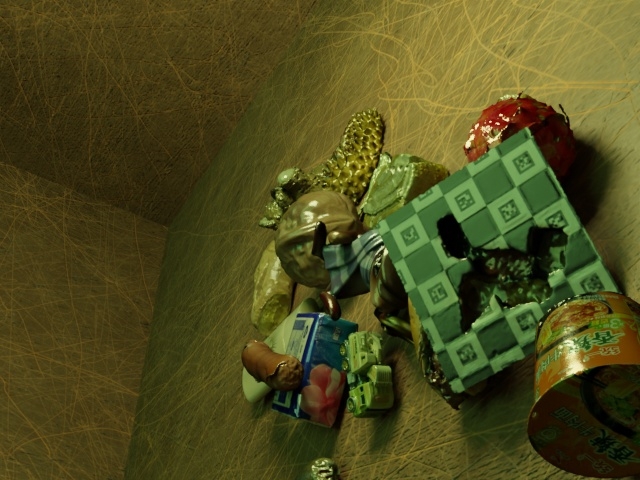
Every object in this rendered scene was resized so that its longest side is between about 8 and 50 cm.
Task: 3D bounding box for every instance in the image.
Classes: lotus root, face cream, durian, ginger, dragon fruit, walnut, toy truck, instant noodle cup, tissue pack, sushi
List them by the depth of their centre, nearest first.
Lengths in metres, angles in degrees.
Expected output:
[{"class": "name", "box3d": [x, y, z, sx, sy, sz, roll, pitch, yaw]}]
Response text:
[{"class": "instant noodle cup", "box3d": [0.402, 0.195, 1.199, 0.230, 0.230, 0.182, -52, 17, 34]}, {"class": "sushi", "box3d": [0.315, 0.038, 1.513, 0.343, 0.064, 0.359, -34, 66, 25]}, {"class": "dragon fruit", "box3d": [0.375, -0.179, 1.634, 0.205, 0.210, 0.268, -25, 32, -2]}, {"class": "toy truck", "box3d": [0.111, 0.289, 1.876, 0.116, 0.085, 0.191, -44, 47, 52]}, {"class": "lotus root", "box3d": [-0.019, 0.580, 1.953, 0.192, 0.088, 0.113, -51, 33, 36]}, {"class": "tissue pack", "box3d": [-0.011, 0.322, 2.127, 0.209, 0.137, 0.270, -14, 60, 67]}, {"class": "walnut", "box3d": [0.000, -0.003, 2.285, 0.273, 0.227, 0.273, -44, 31, 34]}, {"class": "face cream", "box3d": [-0.113, 0.321, 2.425, 0.348, 0.081, 0.174, -48, 29, 41]}, {"class": "durian", "box3d": [0.088, -0.241, 2.465, 0.341, 0.112, 0.191, -65, 20, -1]}, {"class": "ginger", "box3d": [-0.142, 0.133, 2.614, 0.189, 0.126, 0.354, -19, 46, 35]}]

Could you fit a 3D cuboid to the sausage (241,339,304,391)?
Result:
[{"class": "sausage", "box3d": [-0.131, 0.312, 2.119, 0.094, 0.094, 0.419, -35, 10, -14]}]

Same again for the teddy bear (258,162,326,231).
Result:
[{"class": "teddy bear", "box3d": [-0.076, -0.122, 2.648, 0.256, 0.267, 0.156, -33, 80, 37]}]

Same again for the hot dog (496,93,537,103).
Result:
[{"class": "hot dog", "box3d": [0.426, -0.275, 1.775, 0.061, 0.078, 0.169, -27, 25, -5]}]

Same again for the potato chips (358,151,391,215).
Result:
[{"class": "potato chips", "box3d": [0.149, -0.150, 2.345, 0.208, 0.028, 0.092, -66, 20, -2]}]

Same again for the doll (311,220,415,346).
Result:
[{"class": "doll", "box3d": [0.125, 0.087, 1.872, 0.209, 0.318, 0.339, -43, 17, -26]}]

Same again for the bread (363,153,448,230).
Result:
[{"class": "bread", "box3d": [0.195, -0.095, 2.062, 0.257, 0.124, 0.186, -42, 33, 49]}]

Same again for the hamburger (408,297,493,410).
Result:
[{"class": "hamburger", "box3d": [0.261, 0.147, 1.623, 0.282, 0.245, 0.155, -41, 4, -34]}]
